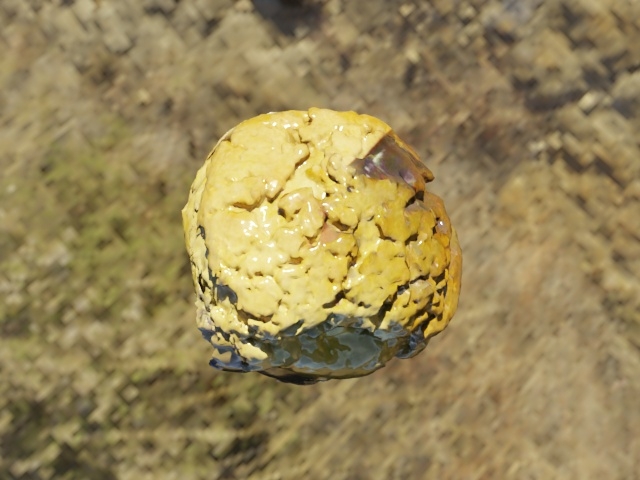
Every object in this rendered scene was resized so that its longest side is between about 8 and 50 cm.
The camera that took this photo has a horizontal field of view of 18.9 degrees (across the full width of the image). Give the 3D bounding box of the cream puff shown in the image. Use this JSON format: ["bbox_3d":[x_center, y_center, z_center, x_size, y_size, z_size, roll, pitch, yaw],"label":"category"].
[{"bbox_3d":[0.000,0.000,0.803,0.104,0.133,0.119,-21,89,33],"label":"cream puff"}]
